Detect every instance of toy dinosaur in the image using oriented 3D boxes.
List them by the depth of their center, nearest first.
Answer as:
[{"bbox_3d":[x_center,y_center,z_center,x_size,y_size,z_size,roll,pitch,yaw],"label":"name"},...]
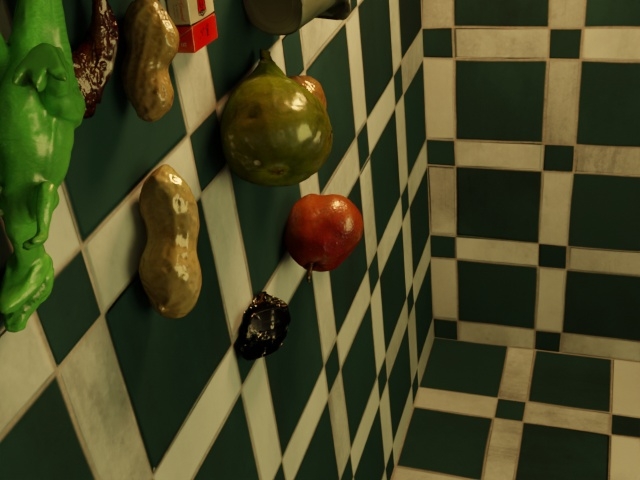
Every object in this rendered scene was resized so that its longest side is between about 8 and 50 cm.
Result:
[{"bbox_3d":[-0.339,-0.178,1.071,0.375,0.143,0.500,97,0,-50],"label":"toy dinosaur"}]

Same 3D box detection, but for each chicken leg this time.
[{"bbox_3d":[-0.321,-0.273,1.163,0.093,0.053,0.205,28,68,-69],"label":"chicken leg"}]

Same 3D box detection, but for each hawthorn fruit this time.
[{"bbox_3d":[0.000,0.000,2.017,0.196,0.196,0.226,62,44,-59],"label":"hawthorn fruit"}]

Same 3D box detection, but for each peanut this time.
[{"bbox_3d":[-0.263,-0.281,1.281,0.089,0.089,0.193,-16,109,-71],"label":"peanut"},{"bbox_3d":[-0.250,0.005,1.376,0.117,0.101,0.263,-98,-171,-81],"label":"peanut"}]

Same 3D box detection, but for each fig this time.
[{"bbox_3d":[-0.072,-0.250,1.652,0.233,0.233,0.314,70,36,-52],"label":"fig"}]

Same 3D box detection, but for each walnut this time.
[{"bbox_3d":[-0.056,-0.287,1.838,0.166,0.149,0.167,-29,133,-36],"label":"walnut"}]

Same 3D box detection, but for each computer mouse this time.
[{"bbox_3d":[-0.119,0.195,1.872,0.241,0.077,0.147,-33,124,-68],"label":"computer mouse"}]

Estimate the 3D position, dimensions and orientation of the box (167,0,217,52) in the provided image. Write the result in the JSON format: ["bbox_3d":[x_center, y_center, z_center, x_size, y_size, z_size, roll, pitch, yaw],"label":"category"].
[{"bbox_3d":[-0.225,-0.413,1.431,0.100,0.048,0.152,-54,143,-55],"label":"box"}]

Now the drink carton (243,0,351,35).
[{"bbox_3d":[-0.060,-0.522,1.724,0.190,0.191,0.186,-52,147,-43],"label":"drink carton"}]
